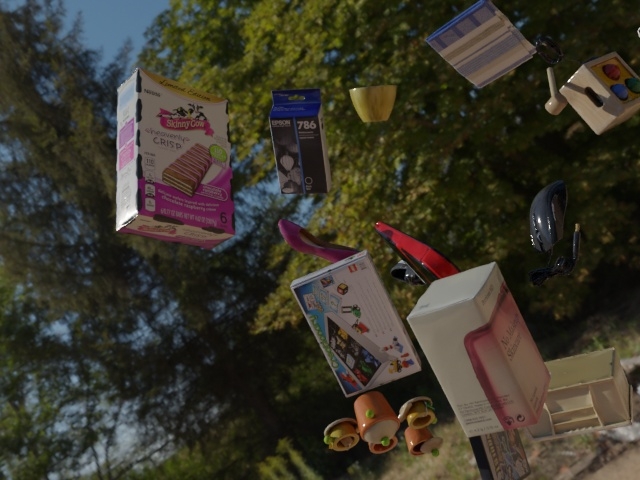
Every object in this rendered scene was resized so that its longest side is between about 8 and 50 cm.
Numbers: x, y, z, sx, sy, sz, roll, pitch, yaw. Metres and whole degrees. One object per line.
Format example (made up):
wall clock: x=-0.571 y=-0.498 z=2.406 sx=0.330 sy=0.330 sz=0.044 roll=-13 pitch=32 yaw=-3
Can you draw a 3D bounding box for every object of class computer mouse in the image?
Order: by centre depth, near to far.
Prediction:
computer mouse: x=0.532 y=-0.034 z=1.572 sx=0.184 sy=0.060 sz=0.262 roll=139 pitch=145 yaw=-72
computer mouse: x=0.644 y=-0.440 z=1.712 sx=0.071 sy=0.242 sz=0.041 roll=120 pitch=166 yaw=-50

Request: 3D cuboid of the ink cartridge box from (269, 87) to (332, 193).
ink cartridge box: x=-0.065 y=-0.307 z=2.156 sx=0.165 sy=0.333 sz=0.065 roll=0 pitch=26 yaw=16

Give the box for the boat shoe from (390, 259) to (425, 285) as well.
boat shoe: x=0.296 y=0.111 z=2.173 sx=0.076 sy=0.080 sz=0.228 roll=-32 pitch=23 yaw=-17

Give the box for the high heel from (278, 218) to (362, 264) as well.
high heel: x=0.000 y=0.000 z=1.836 sx=0.117 sy=0.244 sz=0.082 roll=-53 pitch=-12 yaw=32

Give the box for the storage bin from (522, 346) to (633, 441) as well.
storage bin: x=0.648 y=0.394 z=1.761 sx=0.260 sy=0.123 sz=0.262 roll=-20 pitch=0 yaw=25

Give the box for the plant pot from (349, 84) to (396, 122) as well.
plant pot: x=0.152 y=-0.386 z=1.944 sx=0.134 sy=0.095 sz=0.134 roll=-4 pitch=9 yaw=1

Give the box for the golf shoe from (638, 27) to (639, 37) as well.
golf shoe: x=0.793 y=-0.499 z=1.605 sx=0.198 sy=0.094 sz=0.077 roll=-41 pitch=-44 yaw=-68

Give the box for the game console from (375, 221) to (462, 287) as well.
game console: x=0.330 y=0.115 z=1.801 sx=0.060 sy=0.386 sz=0.342 roll=-45 pitch=28 yaw=-1

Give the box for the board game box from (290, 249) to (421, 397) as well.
board game box: x=0.083 y=0.195 z=1.577 sx=0.193 sy=0.305 sz=0.053 roll=-23 pitch=12 yaw=13

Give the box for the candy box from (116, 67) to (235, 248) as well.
candy box: x=-0.212 y=-0.117 z=1.003 sx=0.159 sy=0.233 sz=0.071 roll=12 pitch=-28 yaw=-41

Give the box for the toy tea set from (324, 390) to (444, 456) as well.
toy tea set: x=0.184 y=0.473 z=1.648 sx=0.336 sy=0.124 sz=0.200 roll=13 pitch=-55 yaw=-31

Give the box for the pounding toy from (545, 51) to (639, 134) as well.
pounding toy: x=0.554 y=-0.318 z=1.408 sx=0.206 sy=0.181 sz=0.094 roll=-26 pitch=-17 yaw=-34

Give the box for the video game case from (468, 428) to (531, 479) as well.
video game case: x=0.460 y=0.511 z=1.810 sx=0.035 sy=0.275 sz=0.248 roll=-25 pitch=-16 yaw=32

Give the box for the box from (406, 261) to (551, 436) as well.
box: x=0.265 y=0.177 z=1.124 sx=0.127 sy=0.232 sz=0.148 roll=-22 pitch=10 yaw=33

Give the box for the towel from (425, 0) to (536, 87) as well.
towel: x=0.461 y=-0.555 z=1.946 sx=0.209 sy=0.034 sz=0.285 roll=-29 pitch=-39 yaw=34
